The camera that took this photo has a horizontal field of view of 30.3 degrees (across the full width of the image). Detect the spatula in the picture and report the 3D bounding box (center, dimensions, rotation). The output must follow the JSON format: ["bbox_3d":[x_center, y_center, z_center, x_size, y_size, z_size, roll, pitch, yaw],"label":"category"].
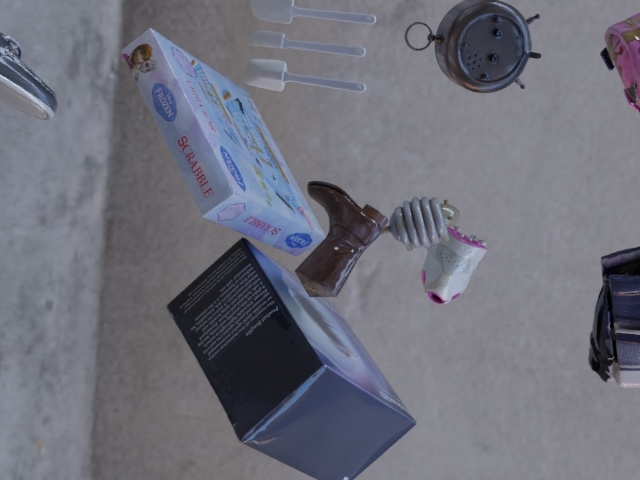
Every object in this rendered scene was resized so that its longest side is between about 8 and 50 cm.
[{"bbox_3d":[-0.022,-0.343,2.109,0.019,0.242,0.168,-19,118,-69],"label":"spatula"}]

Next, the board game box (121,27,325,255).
[{"bbox_3d":[-0.147,-0.146,1.868,0.318,0.066,0.318,62,16,23],"label":"board game box"}]

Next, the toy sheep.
[{"bbox_3d":[0.154,-0.026,1.854,0.091,0.132,0.091,-18,90,-84],"label":"toy sheep"}]

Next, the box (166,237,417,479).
[{"bbox_3d":[-0.042,0.197,1.856,0.296,0.183,0.294,38,14,-50],"label":"box"}]

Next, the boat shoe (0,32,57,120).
[{"bbox_3d":[-0.493,-0.286,1.618,0.095,0.335,0.112,-60,-178,-15],"label":"boat shoe"}]

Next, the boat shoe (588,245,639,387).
[{"bbox_3d":[0.493,0.077,1.420,0.127,0.340,0.158,-94,175,-62],"label":"boat shoe"}]

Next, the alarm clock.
[{"bbox_3d":[0.209,-0.273,1.644,0.064,0.192,0.129,-118,-144,-70],"label":"alarm clock"}]

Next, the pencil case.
[{"bbox_3d":[0.650,-0.345,1.886,0.160,0.386,0.167,64,3,-5],"label":"pencil case"}]

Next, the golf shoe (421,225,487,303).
[{"bbox_3d":[0.229,0.045,2.170,0.140,0.115,0.306,-64,172,0],"label":"golf shoe"}]

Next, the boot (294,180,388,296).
[{"bbox_3d":[0.000,0.000,1.247,0.114,0.106,0.037,-54,150,-16],"label":"boot"}]
